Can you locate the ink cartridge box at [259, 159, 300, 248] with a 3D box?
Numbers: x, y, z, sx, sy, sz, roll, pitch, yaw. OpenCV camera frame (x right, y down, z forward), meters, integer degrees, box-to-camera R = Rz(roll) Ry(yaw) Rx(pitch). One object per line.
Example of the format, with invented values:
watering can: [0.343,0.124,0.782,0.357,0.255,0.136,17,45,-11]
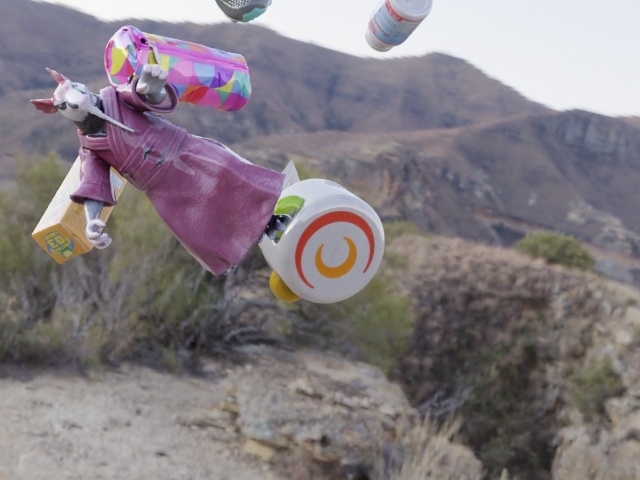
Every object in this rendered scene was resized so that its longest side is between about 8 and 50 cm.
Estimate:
ink cartridge box: [-0.107,-0.076,2.391,0.056,0.181,0.225,18,-28,29]

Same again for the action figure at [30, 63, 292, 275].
action figure: [-0.212,-0.124,1.284,0.370,0.248,0.276,37,19,-14]

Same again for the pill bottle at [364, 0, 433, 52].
pill bottle: [0.142,-0.422,1.788,0.087,0.087,0.160,14,-21,-15]

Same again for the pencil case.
pencil case: [-0.216,-0.261,1.455,0.236,0.104,0.104,4,10,-45]

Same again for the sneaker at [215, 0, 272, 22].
sneaker: [-0.095,-0.276,0.871,0.065,0.166,0.076,-27,-22,14]

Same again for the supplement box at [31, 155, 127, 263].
supplement box: [-0.404,-0.071,1.622,0.078,0.233,0.080,-22,-54,29]

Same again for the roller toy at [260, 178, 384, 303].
roller toy: [0.000,0.000,1.608,0.191,0.209,0.146,-15,24,-18]
